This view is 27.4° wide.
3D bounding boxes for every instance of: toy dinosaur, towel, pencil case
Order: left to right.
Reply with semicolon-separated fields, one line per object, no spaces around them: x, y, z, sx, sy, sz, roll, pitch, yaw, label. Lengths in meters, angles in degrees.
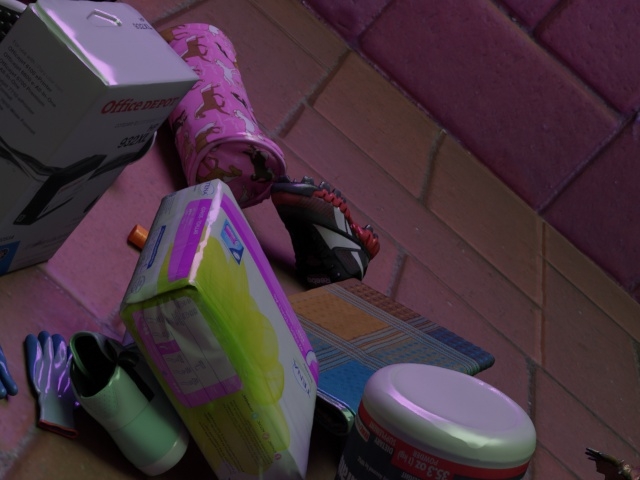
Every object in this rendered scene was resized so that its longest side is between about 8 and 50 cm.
-0.174;-0.207;2.135;0.160;0.167;0.386;-10;41;-13;pencil case
0.041;0.147;1.775;0.271;0.040;0.370;30;23;28;towel
0.391;0.406;1.883;0.127;0.200;0.296;41;20;-4;toy dinosaur

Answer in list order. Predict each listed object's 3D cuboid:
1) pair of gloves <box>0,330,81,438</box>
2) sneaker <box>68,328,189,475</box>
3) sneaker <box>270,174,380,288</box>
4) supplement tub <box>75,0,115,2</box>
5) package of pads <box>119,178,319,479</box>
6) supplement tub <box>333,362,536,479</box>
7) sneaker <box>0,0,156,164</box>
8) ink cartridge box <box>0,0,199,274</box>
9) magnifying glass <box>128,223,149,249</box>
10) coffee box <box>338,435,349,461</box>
-0.315;0.129;1.378;0.198;0.023;0.159;30;24;-31;pair of gloves
-0.208;0.120;1.442;0.151;0.094;0.256;54;14;-33;sneaker
0.001;0.000;2.055;0.097;0.135;0.276;5;-24;32;sneaker
-0.459;-0.504;2.146;0.194;0.193;0.316;52;21;25;supplement tub
-0.099;0.114;1.446;0.229;0.101;0.297;-81;149;-58;package of pads
0.104;0.288;1.413;0.191;0.272;0.191;16;16;-5;supplement tub
-0.356;-0.226;1.842;0.292;0.110;0.118;44;11;-21;sneaker
-0.308;-0.108;1.452;0.129;0.307;0.223;46;20;8;ink cartridge box
-0.166;0.053;1.810;0.231;0.026;0.092;35;21;-18;magnifying glass
0.147;0.304;1.778;0.246;0.098;0.141;36;20;-16;coffee box
